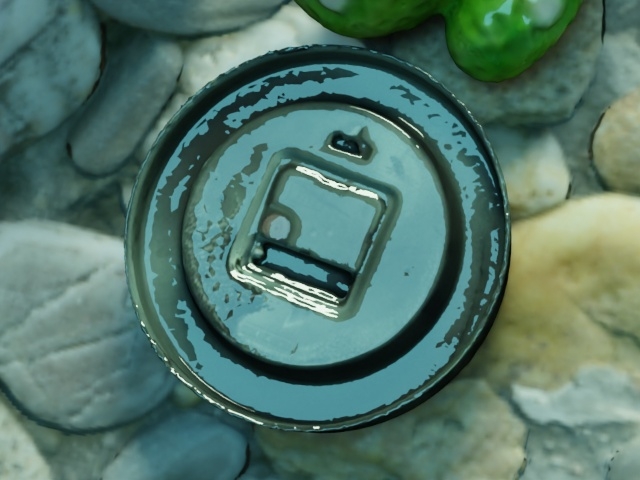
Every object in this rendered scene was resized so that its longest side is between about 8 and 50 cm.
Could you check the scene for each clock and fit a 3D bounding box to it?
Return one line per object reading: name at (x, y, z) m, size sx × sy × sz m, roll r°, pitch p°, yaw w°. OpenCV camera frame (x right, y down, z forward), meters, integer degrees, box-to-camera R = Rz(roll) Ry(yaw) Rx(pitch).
clock at (0.000, 0.000, 0.984) m, size 0.215 × 0.042 × 0.215 m, roll -3°, pitch 77°, yaw 12°

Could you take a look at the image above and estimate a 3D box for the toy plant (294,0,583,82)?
toy plant at (0.076, -0.255, 0.965) m, size 0.224 × 0.184 × 0.316 m, roll 23°, pitch 94°, yaw -2°
